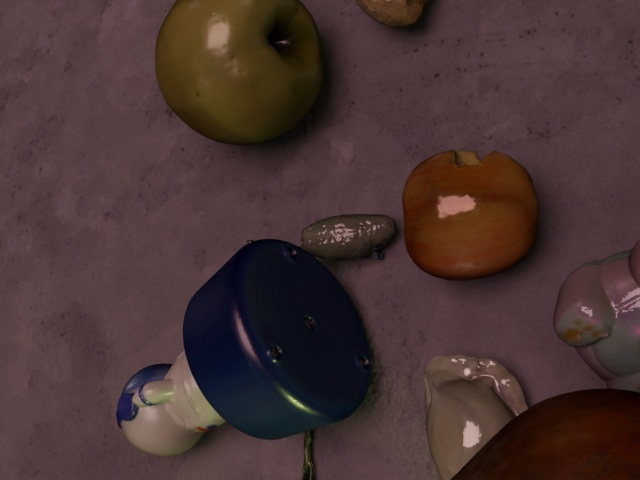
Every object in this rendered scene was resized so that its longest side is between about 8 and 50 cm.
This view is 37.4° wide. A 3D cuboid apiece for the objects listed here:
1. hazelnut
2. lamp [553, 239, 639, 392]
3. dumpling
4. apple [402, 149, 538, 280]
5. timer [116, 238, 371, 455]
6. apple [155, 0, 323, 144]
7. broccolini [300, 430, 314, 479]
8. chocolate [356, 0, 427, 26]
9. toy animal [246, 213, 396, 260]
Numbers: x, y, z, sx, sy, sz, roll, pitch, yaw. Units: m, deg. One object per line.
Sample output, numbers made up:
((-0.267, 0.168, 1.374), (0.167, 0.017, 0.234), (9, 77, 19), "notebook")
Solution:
((0.279, 0.343, 0.975), (0.359, 0.409, 0.359), (-5, 62, 10), "hazelnut")
((0.447, 0.045, 1.098), (0.301, 0.247, 0.247), (-34, 100, 36), "lamp")
((0.215, 0.247, 1.214), (0.151, 0.124, 0.229), (-11, 71, -9), "dumpling")
((0.201, -0.038, 1.263), (0.199, 0.199, 0.199), (-7, 74, 26), "apple")
((-0.149, 0.196, 1.360), (0.383, 0.270, 0.270), (-32, 64, 30), "timer")
((-0.123, -0.280, 1.454), (0.262, 0.262, 0.262), (-7, 74, 26), "apple")
((-0.022, 0.323, 1.363), (0.030, 0.035, 0.140), (-5, 74, 23), "broccolini")
((0.105, -0.464, 1.448), (0.134, 0.134, 0.309), (-11, 70, 25), "chocolate")
((-0.007, 0.003, 1.409), (0.253, 0.079, 0.070), (-9, 62, 24), "toy animal")
